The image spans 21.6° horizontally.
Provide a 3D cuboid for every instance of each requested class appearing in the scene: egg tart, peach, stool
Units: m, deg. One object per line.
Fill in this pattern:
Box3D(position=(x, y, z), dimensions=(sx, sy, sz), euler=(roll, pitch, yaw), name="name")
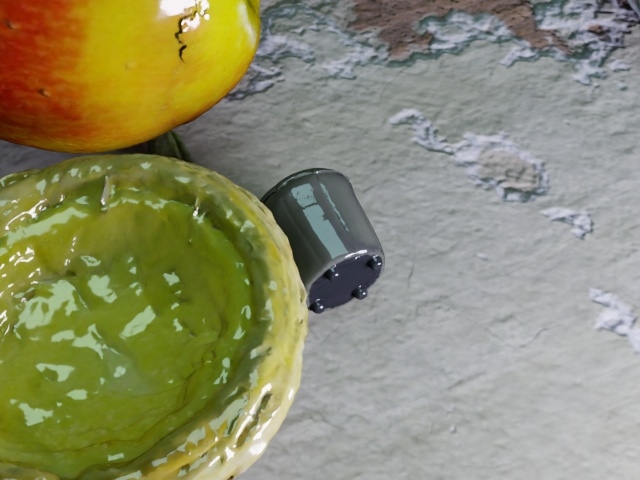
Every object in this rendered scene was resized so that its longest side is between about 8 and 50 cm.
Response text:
Box3D(position=(-0.173, 0.093, 1.281), dimensions=(0.345, 0.132, 0.345), euler=(0, 54, 1), name="egg tart")
Box3D(position=(-0.223, -0.254, 1.447), dimensions=(0.370, 0.370, 0.370), euler=(3, 48, -4), name="peach")
Box3D(position=(0.000, 0.000, 1.425), dimensions=(0.096, 0.096, 0.110), euler=(-17, 58, -21), name="stool")

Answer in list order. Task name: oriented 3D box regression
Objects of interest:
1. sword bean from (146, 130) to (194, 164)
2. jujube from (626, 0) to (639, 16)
Box3D(position=(-0.101, -0.001, 1.450), dimensions=(0.043, 0.038, 0.269), euler=(8, 42, -35), name="sword bean")
Box3D(position=(0.395, -0.336, 1.690), dimensions=(0.246, 0.215, 0.308), euler=(23, 44, -1), name="jujube")
